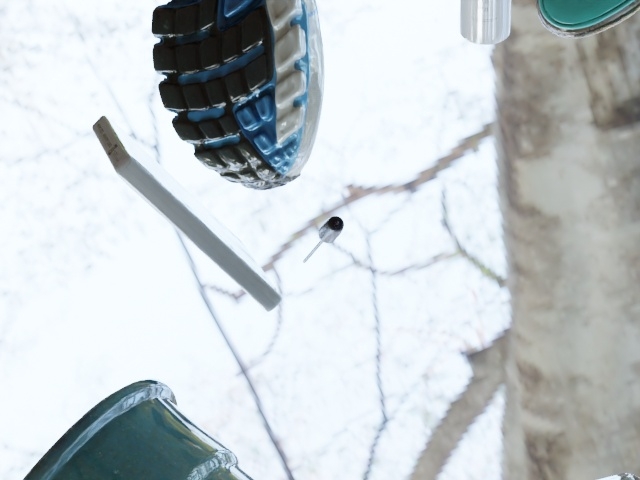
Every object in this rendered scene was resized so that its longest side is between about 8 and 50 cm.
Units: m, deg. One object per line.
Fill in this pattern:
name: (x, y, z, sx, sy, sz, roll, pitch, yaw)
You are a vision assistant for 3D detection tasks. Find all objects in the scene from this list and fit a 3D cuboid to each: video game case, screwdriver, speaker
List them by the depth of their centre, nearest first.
video game case: (-0.122, -0.026, 1.516, 0.022, 0.190, 0.173, -45, -159, 1)
speaker: (0.171, -0.271, 1.757, 0.055, 0.136, 0.055, -3, -138, 2)
screwdriver: (0.000, 0.000, 1.942, 0.024, 0.170, 0.025, 14, -104, -9)

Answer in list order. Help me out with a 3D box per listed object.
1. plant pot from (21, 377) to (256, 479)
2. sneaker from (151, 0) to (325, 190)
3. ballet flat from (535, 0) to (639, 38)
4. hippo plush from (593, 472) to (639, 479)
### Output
plant pot: (-0.076, 0.330, 1.257, 0.334, 0.341, 0.341, 30, -120, 14)
sneaker: (-0.025, -0.114, 0.666, 0.071, 0.083, 0.191, -15, -98, 32)
ballet flat: (0.330, -0.315, 1.597, 0.107, 0.106, 0.316, 46, -72, 12)
hippo plush: (0.218, 0.337, 1.412, 0.234, 0.237, 0.294, -16, 178, -40)
